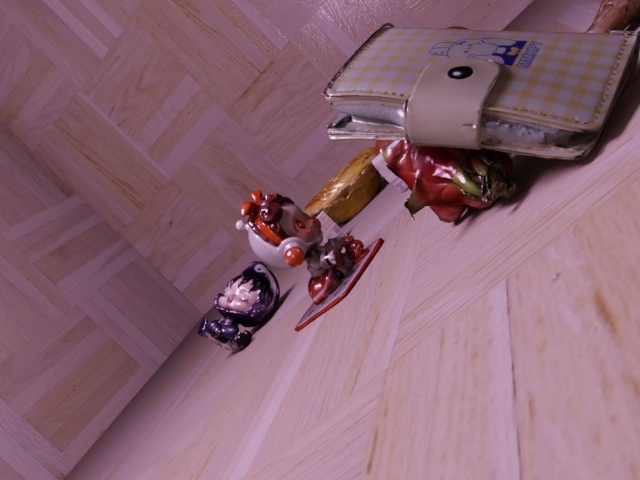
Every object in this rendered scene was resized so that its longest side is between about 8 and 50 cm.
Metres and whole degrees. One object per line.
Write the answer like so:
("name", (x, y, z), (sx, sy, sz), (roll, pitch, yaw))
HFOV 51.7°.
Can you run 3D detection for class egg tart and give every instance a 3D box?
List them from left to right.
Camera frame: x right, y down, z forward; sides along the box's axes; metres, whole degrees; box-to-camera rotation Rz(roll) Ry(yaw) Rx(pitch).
("egg tart", (0.080, -0.137, 1.844), (0.295, 0.116, 0.295), (-43, 4, 4))

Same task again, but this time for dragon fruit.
("dragon fruit", (0.162, -0.086, 0.806), (0.137, 0.135, 0.236), (-52, 25, 26))

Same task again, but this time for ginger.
("ginger", (0.474, -0.395, 0.979), (0.333, 0.080, 0.166), (-45, -7, -35))

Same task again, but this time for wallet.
("wallet", (0.177, -0.180, 0.754), (0.309, 0.077, 0.223), (12, 44, 30))

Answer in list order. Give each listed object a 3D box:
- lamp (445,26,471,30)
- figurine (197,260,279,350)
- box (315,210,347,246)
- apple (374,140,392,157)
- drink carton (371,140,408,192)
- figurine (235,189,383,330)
("lamp", (0.325, -0.412, 1.629), (0.223, 0.196, 0.223), (-48, -32, -45))
("figurine", (-0.171, 0.157, 1.548), (0.222, 0.145, 0.145), (-60, 12, -27))
("box", (0.000, 0.000, 1.538), (0.043, 0.089, 0.125), (-41, 5, 40))
("apple", (0.192, -0.220, 1.577), (0.126, 0.126, 0.102), (-42, -10, 28))
("drink carton", (0.231, -0.224, 1.428), (0.222, 0.102, 0.134), (-48, 4, -28))
("figurine", (-0.045, 0.000, 1.141), (0.160, 0.226, 0.183), (-42, 6, 42))
